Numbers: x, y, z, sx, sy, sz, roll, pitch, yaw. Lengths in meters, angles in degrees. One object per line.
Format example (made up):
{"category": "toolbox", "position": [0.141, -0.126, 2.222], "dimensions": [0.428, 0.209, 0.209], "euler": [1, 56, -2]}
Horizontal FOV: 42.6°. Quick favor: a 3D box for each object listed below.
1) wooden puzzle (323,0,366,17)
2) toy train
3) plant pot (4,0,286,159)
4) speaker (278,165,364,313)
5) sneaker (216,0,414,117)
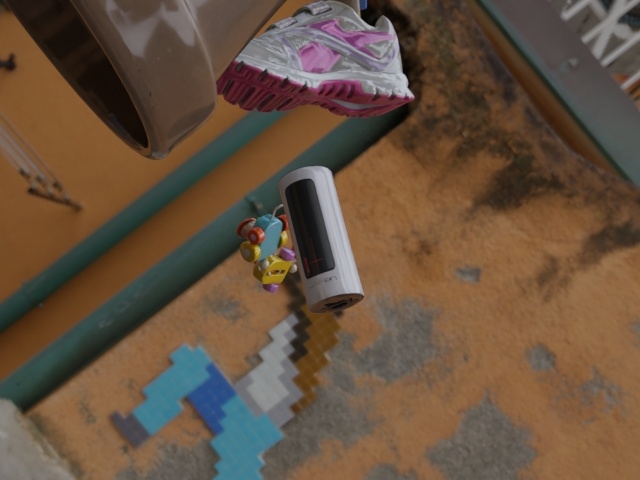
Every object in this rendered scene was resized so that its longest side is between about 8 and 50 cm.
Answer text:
{"category": "wooden puzzle", "position": [0.005, -0.498, 1.206], "dimensions": [0.322, 0.081, 0.347], "euler": [80, -8, -47]}
{"category": "toy train", "position": [-0.046, -0.007, 0.987], "dimensions": [0.046, 0.125, 0.166], "euler": [34, -12, 25]}
{"category": "plant pot", "position": [-0.106, -0.223, 0.574], "dimensions": [0.263, 0.229, 0.263], "euler": [46, -16, 17]}
{"category": "speaker", "position": [0.000, 0.000, 0.788], "dimensions": [0.055, 0.055, 0.136], "euler": [55, 20, -68]}
{"category": "sneaker", "position": [-0.017, -0.201, 0.883], "dimensions": [0.103, 0.252, 0.111], "euler": [-15, -103, 56]}
